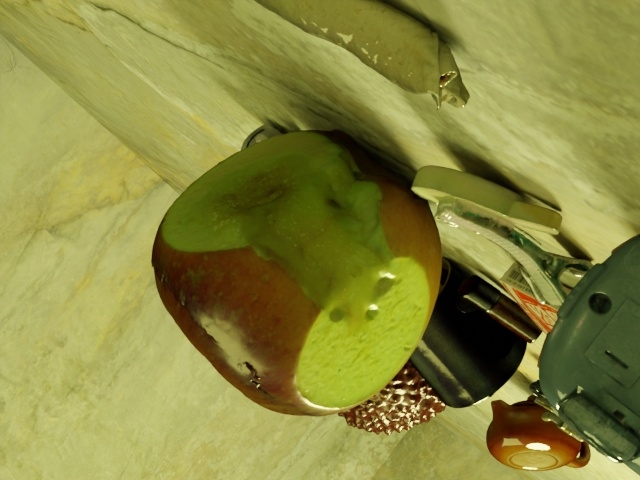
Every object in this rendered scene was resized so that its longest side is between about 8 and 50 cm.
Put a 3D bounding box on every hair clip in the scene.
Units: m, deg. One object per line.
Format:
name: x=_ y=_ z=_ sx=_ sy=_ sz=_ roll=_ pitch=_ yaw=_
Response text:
hair clip: x=0.196 y=-0.014 z=1.256 sx=0.218 sy=0.071 sz=0.159 roll=34 pitch=167 yaw=-12

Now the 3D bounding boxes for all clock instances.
clock: x=-0.064 y=-0.124 z=1.739 sx=0.176 sy=0.080 sz=0.117 roll=28 pitch=167 yaw=49

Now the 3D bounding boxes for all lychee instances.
lychee: x=0.131 y=0.220 z=2.182 sx=0.276 sy=0.304 sz=0.275 roll=30 pitch=-153 yaw=-18

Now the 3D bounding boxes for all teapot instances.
teapot: x=0.421 y=0.363 z=2.235 sx=0.252 sy=0.135 sz=0.178 roll=23 pitch=150 yaw=-28

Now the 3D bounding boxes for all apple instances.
apple: x=-0.017 y=0.032 z=1.501 sx=0.374 sy=0.374 sz=0.384 roll=37 pitch=177 yaw=11

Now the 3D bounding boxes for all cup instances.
cup: x=0.221 y=0.117 z=1.761 sx=0.177 sy=0.239 sz=0.166 roll=47 pitch=-149 yaw=-20

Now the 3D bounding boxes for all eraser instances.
eraser: x=0.341 y=0.117 z=1.453 sx=0.230 sy=0.038 sz=0.157 roll=30 pitch=168 yaw=50

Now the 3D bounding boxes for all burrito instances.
burrito: x=0.019 y=-0.199 z=1.045 sx=0.275 sy=0.059 sz=0.082 roll=35 pitch=178 yaw=24

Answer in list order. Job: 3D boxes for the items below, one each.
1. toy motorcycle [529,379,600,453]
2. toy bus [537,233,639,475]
toy motorcycle: x=0.443 y=0.299 z=1.902 sx=0.152 sy=0.073 sz=0.225 roll=41 pitch=171 yaw=-39
toy bus: x=0.335 y=0.129 z=1.055 sx=0.294 sy=0.197 sz=0.232 roll=36 pitch=-178 yaw=1
